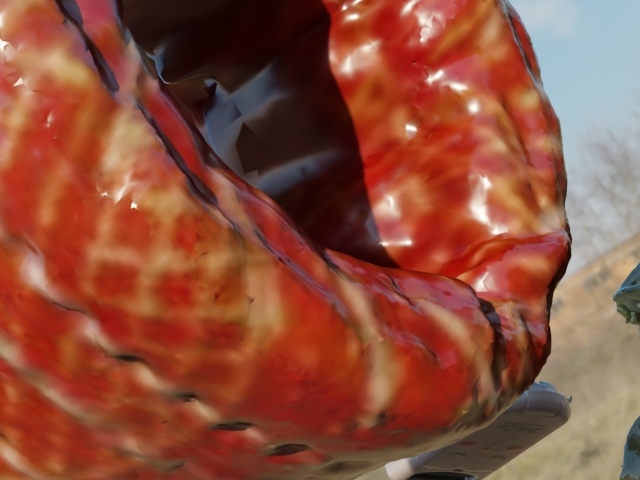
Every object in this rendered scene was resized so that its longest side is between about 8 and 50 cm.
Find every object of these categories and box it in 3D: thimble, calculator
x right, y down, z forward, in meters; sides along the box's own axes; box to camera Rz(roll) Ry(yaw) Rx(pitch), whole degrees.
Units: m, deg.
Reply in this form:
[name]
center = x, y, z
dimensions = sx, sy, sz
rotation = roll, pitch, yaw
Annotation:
[thimble]
center = -0.062, -0.050, 0.633
dimensions = 0.230, 0.350, 0.350
rotation = -29, -7, 40
[calculator]
center = 0.128, 0.163, 1.154
dimensions = 0.100, 0.032, 0.175
rotation = 11, -39, -34

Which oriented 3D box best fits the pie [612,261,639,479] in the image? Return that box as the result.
[pie]
center = 0.309, 0.028, 0.806
dimensions = 0.337, 0.075, 0.337
rotation = -33, 21, 15
